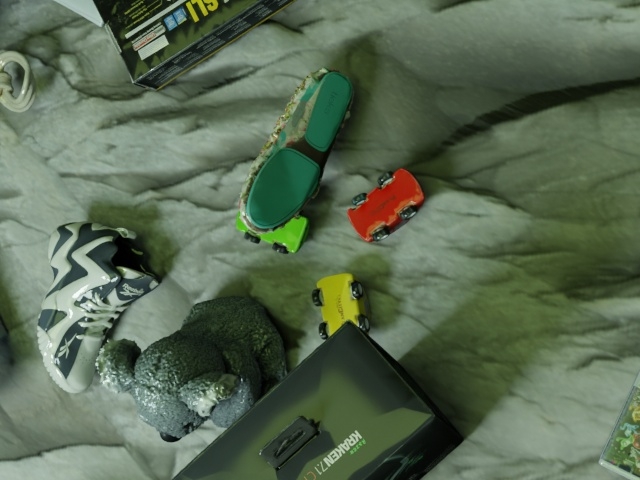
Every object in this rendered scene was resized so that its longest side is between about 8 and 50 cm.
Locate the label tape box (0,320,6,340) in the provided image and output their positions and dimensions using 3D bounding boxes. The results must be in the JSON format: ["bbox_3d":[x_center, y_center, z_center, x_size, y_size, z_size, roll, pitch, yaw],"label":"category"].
[{"bbox_3d":[-0.599,0.155,1.339,0.241,0.106,0.333,-35,75,17],"label":"label tape box"}]

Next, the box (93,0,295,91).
[{"bbox_3d":[-0.160,-0.390,1.201,0.322,0.079,0.257,-30,83,14],"label":"box"}]

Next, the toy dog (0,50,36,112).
[{"bbox_3d":[-0.570,-0.297,1.322,0.220,0.161,0.333,-32,73,32],"label":"toy dog"}]

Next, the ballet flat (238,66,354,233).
[{"bbox_3d":[-0.033,-0.107,1.118,0.077,0.091,0.241,-7,48,61],"label":"ballet flat"}]

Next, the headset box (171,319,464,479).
[{"bbox_3d":[0.008,0.233,0.965,0.246,0.283,0.131,-42,68,1],"label":"headset box"}]

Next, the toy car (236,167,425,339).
[{"bbox_3d":[0.000,0.000,1.139,0.225,0.053,0.239,22,94,22],"label":"toy car"}]

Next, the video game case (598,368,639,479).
[{"bbox_3d":[0.422,0.205,0.971,0.190,0.022,0.173,25,95,21],"label":"video game case"}]

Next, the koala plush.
[{"bbox_3d":[-0.154,0.164,1.097,0.196,0.221,0.203,16,92,23],"label":"koala plush"}]

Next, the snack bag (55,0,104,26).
[{"bbox_3d":[-0.361,-0.528,1.334,0.323,0.037,0.342,30,98,20],"label":"snack bag"}]

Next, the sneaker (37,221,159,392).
[{"bbox_3d":[-0.291,0.087,1.226,0.153,0.094,0.234,-5,74,30],"label":"sneaker"}]
